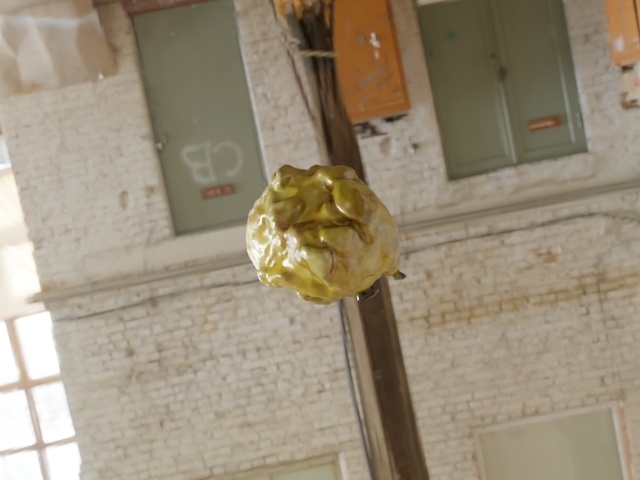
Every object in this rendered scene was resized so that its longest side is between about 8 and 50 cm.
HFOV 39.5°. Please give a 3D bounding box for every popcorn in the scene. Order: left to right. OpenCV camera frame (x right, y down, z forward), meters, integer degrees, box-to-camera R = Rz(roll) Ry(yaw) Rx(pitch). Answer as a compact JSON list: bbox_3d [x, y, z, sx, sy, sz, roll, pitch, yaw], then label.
[{"bbox_3d":[-0.001,-0.002,1.165,0.190,0.191,0.253,-35,163,4],"label":"popcorn"}]
